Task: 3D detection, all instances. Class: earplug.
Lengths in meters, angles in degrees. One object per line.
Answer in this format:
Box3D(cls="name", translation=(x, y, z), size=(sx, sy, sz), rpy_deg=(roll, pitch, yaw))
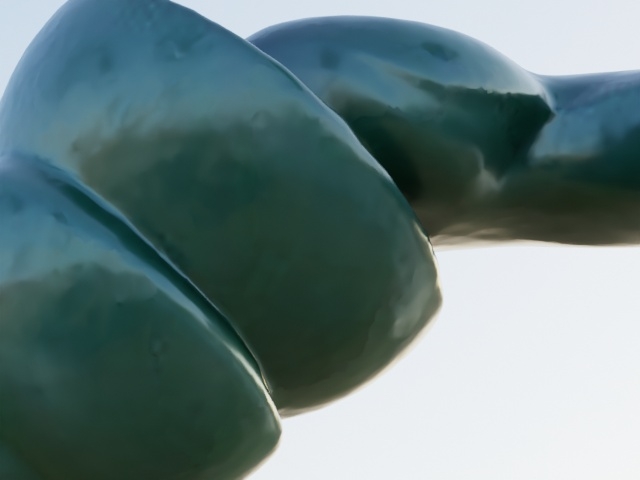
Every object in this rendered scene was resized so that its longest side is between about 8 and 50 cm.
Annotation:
Box3D(cls="earplug", translation=(0.004, 0.006, 0.519), size=(0.257, 0.280, 0.164), rpy_deg=(38, -20, 26))
